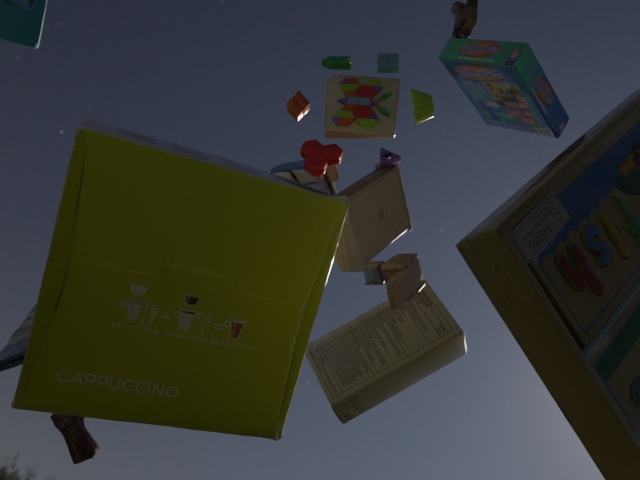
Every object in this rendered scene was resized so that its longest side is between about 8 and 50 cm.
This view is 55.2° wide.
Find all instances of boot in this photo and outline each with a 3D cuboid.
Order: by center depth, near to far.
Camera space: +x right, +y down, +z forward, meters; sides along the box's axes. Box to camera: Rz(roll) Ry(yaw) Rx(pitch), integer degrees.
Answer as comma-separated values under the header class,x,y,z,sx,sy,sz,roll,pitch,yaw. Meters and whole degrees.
class,x,y,z,sx,sy,sz,roll,pitch,yaw
boot,-0.445,0.363,1.175,0.114,0.106,0.037,48,-46,21
boot,0.296,-0.460,1.298,0.042,0.118,0.087,14,-84,-11

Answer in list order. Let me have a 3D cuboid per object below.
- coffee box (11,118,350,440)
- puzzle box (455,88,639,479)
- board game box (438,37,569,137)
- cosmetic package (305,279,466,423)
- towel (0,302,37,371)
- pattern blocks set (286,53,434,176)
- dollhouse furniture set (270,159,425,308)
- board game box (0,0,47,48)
class,x,y,z,sx,sy,sz,roll,pitch,yaw
coffee box,-0.206,0.040,0.874,0.337,0.338,0.334,14,7,-21
puzzle box,0.334,0.016,0.622,0.272,0.409,0.052,57,-35,-3
board game box,0.323,-0.267,1.073,0.160,0.047,0.210,26,-7,46
cosmetic package,0.137,0.236,1.309,0.160,0.309,0.113,60,-5,39
towel,-0.525,0.130,1.211,0.209,0.285,0.034,-21,-59,28
pattern blocks set,0.078,-0.261,1.193,0.285,0.325,0.026,-7,-37,-3
dollhouse furniture set,0.000,0.000,1.182,0.303,0.198,0.287,-2,-68,38
board game box,-0.476,-0.482,0.905,0.253,0.079,0.336,28,-74,36
